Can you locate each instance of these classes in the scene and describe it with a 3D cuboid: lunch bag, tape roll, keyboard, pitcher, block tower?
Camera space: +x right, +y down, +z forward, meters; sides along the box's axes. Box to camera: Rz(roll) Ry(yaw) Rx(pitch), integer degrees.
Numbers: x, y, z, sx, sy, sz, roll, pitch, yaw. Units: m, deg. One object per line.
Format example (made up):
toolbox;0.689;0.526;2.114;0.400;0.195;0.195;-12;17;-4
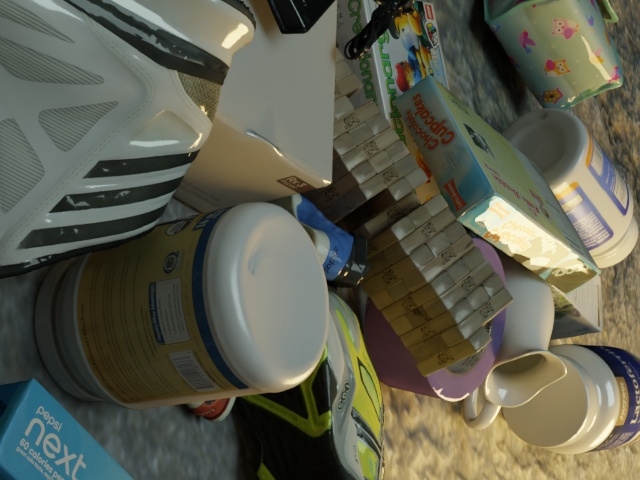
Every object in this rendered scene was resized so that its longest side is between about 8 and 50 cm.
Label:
lunch bag;0.359;-0.365;1.900;0.223;0.160;0.262;50;30;-34
tape roll;0.136;0.086;1.407;0.189;0.080;0.189;-13;106;-51
keyboard;0.018;-0.270;1.141;0.201;0.033;0.317;62;33;-21
pitcher;0.226;0.124;1.559;0.125;0.178;0.207;22;37;-22
block tower;0.062;-0.030;1.254;0.097;0.091;0.335;-33;89;-40

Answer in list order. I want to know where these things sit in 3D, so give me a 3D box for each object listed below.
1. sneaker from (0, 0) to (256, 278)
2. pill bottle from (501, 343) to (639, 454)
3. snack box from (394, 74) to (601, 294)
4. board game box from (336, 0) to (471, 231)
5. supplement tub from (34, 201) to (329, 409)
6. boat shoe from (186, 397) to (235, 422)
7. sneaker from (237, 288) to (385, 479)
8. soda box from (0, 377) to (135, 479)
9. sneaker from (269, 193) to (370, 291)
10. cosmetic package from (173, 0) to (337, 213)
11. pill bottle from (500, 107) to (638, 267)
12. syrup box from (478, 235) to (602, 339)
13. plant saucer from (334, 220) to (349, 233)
sneaker;-0.267;-0.112;0.784;0.447;0.169;0.258;20;89;-31
pill bottle;0.364;0.223;1.711;0.264;0.153;0.153;9;73;-57
snack box;0.223;-0.061;1.496;0.322;0.060;0.187;29;30;-52
board game box;0.106;-0.149;1.511;0.193;0.053;0.305;-11;90;-58
supplement tub;-0.109;0.056;0.954;0.144;0.199;0.144;26;58;-53
boat shoe;-0.093;0.098;1.117;0.043;0.049;0.137;42;51;-41
sneaker;0.016;0.225;1.158;0.147;0.145;0.385;12;71;-56
soda box;-0.187;0.197;0.909;0.210;0.067;0.071;54;39;-33
sneaker;0.000;0.001;1.215;0.084;0.152;0.058;27;100;-28
cosmetic package;-0.098;-0.242;1.119;0.217;0.156;0.385;33;54;-49
pill bottle;0.378;-0.067;1.832;0.272;0.152;0.152;42;47;-46
syrup box;0.318;0.056;1.749;0.237;0.093;0.096;37;50;-48
plant saucer;0.010;-0.045;1.347;0.168;0.029;0.168;24;61;-54
